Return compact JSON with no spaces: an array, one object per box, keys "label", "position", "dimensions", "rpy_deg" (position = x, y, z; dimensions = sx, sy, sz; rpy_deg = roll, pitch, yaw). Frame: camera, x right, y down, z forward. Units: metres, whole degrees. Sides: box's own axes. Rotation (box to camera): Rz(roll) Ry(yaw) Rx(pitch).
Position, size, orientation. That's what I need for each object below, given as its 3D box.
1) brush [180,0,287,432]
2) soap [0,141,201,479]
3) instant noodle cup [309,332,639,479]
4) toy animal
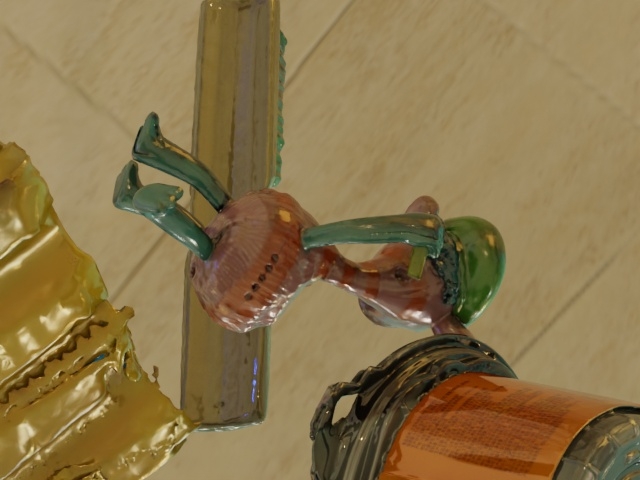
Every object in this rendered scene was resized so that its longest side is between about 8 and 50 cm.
[{"label":"brush","position":[-0.050,-0.019,1.165],"dimensions":[0.054,0.282,0.048],"rpy_deg":[-6,153,15]},{"label":"soap","position":[-0.224,0.099,0.791],"dimensions":[0.324,0.096,0.204],"rpy_deg":[-37,137,-15]},{"label":"instant noodle cup","position":[0.098,0.135,0.922],"dimensions":[0.125,0.208,0.177],"rpy_deg":[3,73,40]},{"label":"toy animal","position":[0.000,0.000,0.971],"dimensions":[0.208,0.100,0.103],"rpy_deg":[20,149,-24]}]
